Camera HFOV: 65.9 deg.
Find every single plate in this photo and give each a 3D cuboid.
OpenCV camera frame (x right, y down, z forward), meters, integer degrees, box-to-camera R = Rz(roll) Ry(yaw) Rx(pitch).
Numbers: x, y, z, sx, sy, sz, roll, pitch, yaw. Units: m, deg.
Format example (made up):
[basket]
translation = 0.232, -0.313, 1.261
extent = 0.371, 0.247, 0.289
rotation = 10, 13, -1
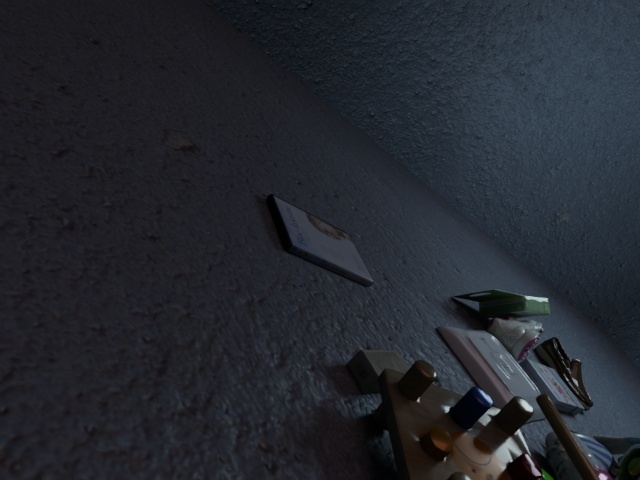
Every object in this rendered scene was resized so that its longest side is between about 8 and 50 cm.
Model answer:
[plate]
translation = 0.441, 0.319, 1.226
extent = 0.277, 0.045, 0.278
rotation = 16, 32, -48

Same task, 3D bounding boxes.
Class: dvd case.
[dvd case]
translation = 0.000, 0.000, 1.100
extent = 0.253, 0.022, 0.180
rotation = 26, 26, -36

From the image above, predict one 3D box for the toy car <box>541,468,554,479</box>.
[toy car]
translation = 0.378, 0.471, 0.802
extent = 0.239, 0.053, 0.225
rotation = 41, 20, -4

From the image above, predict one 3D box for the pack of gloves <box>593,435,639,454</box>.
[pack of gloves]
translation = 0.893, 0.569, 1.309
extent = 0.195, 0.232, 0.046
rotation = 42, 60, -6

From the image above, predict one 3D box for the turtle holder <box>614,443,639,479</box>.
[turtle holder]
translation = 0.829, 0.572, 1.147
extent = 0.228, 0.243, 0.320
rotation = 30, 26, 16

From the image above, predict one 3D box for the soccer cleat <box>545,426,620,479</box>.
[soccer cleat]
translation = 0.508, 0.463, 0.996
extent = 0.143, 0.116, 0.331
rotation = 39, 13, 30

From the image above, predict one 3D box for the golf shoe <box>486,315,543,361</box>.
[golf shoe]
translation = 0.586, 0.271, 1.490
extent = 0.140, 0.115, 0.306
rotation = 35, 10, 24

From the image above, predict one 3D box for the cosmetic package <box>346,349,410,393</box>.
[cosmetic package]
translation = 0.101, 0.217, 0.825
extent = 0.115, 0.041, 0.060
rotation = 17, 32, -49

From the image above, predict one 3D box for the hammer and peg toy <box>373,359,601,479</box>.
[hammer and peg toy]
translation = 0.253, 0.325, 0.693
extent = 0.362, 0.127, 0.266
rotation = 23, 26, -17

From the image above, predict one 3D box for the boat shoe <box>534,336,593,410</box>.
[boat shoe]
translation = 0.798, 0.417, 1.591
extent = 0.095, 0.095, 0.257
rotation = 27, 25, -34

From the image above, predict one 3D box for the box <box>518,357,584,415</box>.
[box]
translation = 0.667, 0.424, 1.429
extent = 0.186, 0.038, 0.145
rotation = 24, 27, -37

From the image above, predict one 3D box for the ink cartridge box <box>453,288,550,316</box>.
[ink cartridge box]
translation = 0.540, 0.195, 1.483
extent = 0.235, 0.171, 0.056
rotation = 9, 72, -29
